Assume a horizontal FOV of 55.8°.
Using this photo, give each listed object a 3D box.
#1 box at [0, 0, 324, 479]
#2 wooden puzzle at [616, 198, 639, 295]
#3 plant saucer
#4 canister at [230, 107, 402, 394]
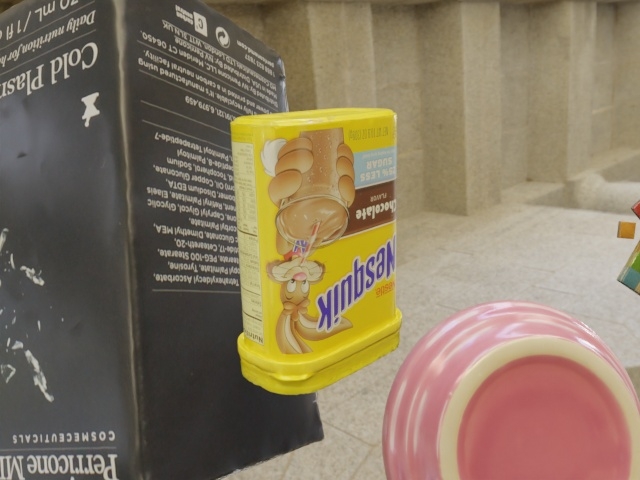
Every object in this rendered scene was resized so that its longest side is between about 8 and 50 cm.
[{"bbox_3d":[-0.286,0.026,0.710,0.297,0.479,0.473,9,-108,-60],"label":"box"},{"bbox_3d":[0.206,0.015,0.356,0.083,0.006,0.049,31,-91,-11],"label":"wooden puzzle"},{"bbox_3d":[0.240,0.235,0.700,0.331,0.084,0.333,1,-98,-11],"label":"plant saucer"},{"bbox_3d":[0.000,0.000,0.410,0.126,0.073,0.170,-17,-68,-43],"label":"canister"}]
